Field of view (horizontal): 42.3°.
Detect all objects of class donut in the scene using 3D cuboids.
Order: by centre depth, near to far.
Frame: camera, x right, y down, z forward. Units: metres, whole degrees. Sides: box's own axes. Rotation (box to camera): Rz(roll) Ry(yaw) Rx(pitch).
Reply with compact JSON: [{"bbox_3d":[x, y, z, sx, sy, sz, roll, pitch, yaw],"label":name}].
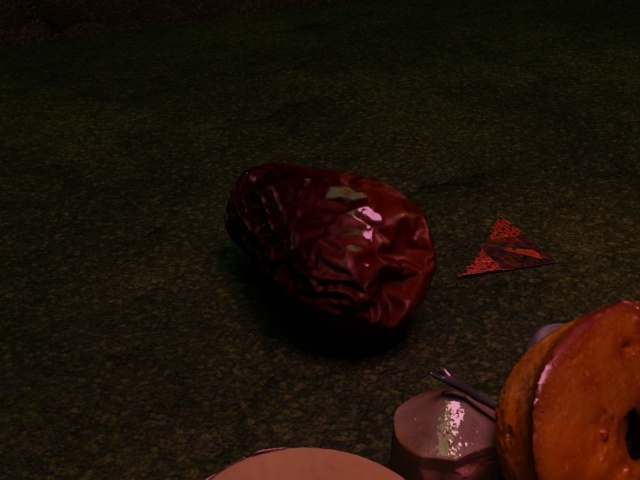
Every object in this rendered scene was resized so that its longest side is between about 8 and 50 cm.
[{"bbox_3d":[0.270,0.177,0.740,0.254,0.253,0.118,-24,-3,-36],"label":"donut"}]

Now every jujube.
[{"bbox_3d":[0.000,0.000,1.099,0.216,0.216,0.342,-21,29,-33],"label":"jujube"}]

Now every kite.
[{"bbox_3d":[0.300,0.018,1.255,0.125,0.008,0.222,13,31,23],"label":"kite"}]

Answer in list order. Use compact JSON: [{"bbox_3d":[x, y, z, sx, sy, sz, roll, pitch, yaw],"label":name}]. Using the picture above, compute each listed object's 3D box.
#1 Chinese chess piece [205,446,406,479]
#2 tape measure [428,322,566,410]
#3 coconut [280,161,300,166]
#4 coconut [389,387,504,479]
[{"bbox_3d":[-0.009,0.282,0.657,0.251,0.097,0.250,3,33,-2],"label":"Chinese chess piece"},{"bbox_3d":[0.225,0.151,0.877,0.331,0.084,0.164,3,19,-26],"label":"tape measure"},{"bbox_3d":[-0.055,-0.093,1.399,0.083,0.081,0.082,0,69,10],"label":"coconut"},{"bbox_3d":[0.126,0.199,0.802,0.116,0.122,0.116,-1,27,0],"label":"coconut"}]
